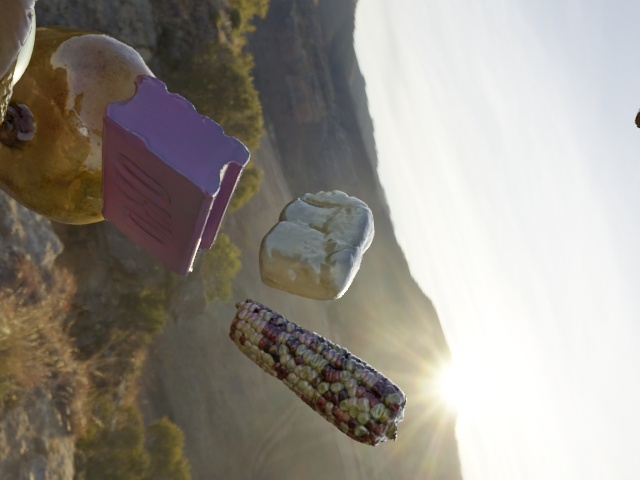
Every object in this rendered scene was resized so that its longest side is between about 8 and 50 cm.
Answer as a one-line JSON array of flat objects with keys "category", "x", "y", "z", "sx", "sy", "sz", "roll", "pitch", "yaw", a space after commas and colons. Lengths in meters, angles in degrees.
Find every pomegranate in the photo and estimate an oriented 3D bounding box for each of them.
[{"category": "pomegranate", "x": -0.518, "y": -0.231, "z": 1.351, "sx": 0.416, "sy": 0.416, "sz": 0.417, "roll": -16, "pitch": 90, "yaw": -86}]

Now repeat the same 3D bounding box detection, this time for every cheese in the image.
[{"category": "cheese", "x": 0.000, "y": 0.002, "z": 1.114, "sx": 0.263, "sy": 0.159, "sz": 0.093, "roll": -60, "pitch": 160, "yaw": -55}]

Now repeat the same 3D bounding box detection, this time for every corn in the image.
[{"category": "corn", "x": -0.012, "y": 0.170, "z": 0.873, "sx": 0.280, "sy": 0.092, "sz": 0.092, "roll": 30, "pitch": -15, "yaw": 21}]

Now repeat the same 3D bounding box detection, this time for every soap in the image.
[{"category": "soap", "x": -0.148, "y": -0.053, "z": 0.638, "sx": 0.122, "sy": 0.065, "sz": 0.203, "roll": 37, "pitch": -29, "yaw": 1}]

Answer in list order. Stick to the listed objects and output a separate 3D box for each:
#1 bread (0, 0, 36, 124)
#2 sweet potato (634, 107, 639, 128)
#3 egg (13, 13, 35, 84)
[{"category": "bread", "x": -0.382, "y": -0.169, "z": 0.442, "sx": 0.358, "sy": 0.336, "sz": 0.204, "roll": 59, "pitch": -33, "yaw": 14}, {"category": "sweet potato", "x": 0.450, "y": -0.218, "z": 0.757, "sx": 0.058, "sy": 0.255, "sz": 0.078, "roll": 43, "pitch": 9, "yaw": 24}, {"category": "egg", "x": -0.369, "y": -0.236, "z": 0.667, "sx": 0.149, "sy": 0.149, "sz": 0.192, "roll": -69, "pitch": 140, "yaw": -84}]
